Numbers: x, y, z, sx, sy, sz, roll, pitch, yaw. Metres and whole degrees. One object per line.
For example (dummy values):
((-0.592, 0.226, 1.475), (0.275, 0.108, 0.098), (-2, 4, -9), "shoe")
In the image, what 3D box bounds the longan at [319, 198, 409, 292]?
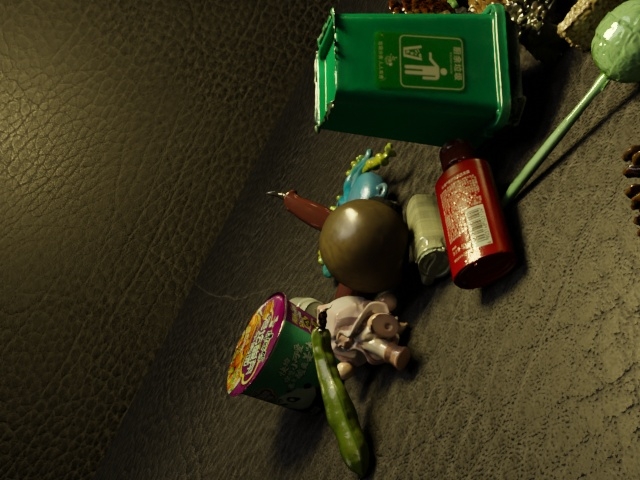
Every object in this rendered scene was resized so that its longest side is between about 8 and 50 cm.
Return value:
((0.090, 0.011, 1.391), (0.212, 0.198, 0.198), (72, -140, -67), "longan")

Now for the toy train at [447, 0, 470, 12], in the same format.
((0.405, -0.669, 1.635), (0.296, 0.160, 0.100), (-28, 16, 19), "toy train")

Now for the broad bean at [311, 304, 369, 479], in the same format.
((0.031, 0.282, 1.264), (0.098, 0.056, 0.318), (134, 124, -70), "broad bean")

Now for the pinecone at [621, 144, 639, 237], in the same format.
((0.437, -0.066, 0.776), (0.186, 0.169, 0.212), (-38, 39, 18), "pinecone")

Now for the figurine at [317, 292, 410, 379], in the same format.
((0.083, 0.180, 1.361), (0.200, 0.133, 0.276), (-58, 18, -12), "figurine")

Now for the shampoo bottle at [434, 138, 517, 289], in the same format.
((0.272, -0.059, 1.249), (0.118, 0.076, 0.314), (-37, 37, 32), "shampoo bottle")

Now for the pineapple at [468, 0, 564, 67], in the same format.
((0.420, -0.502, 1.458), (0.202, 0.202, 0.362), (-45, 38, 38), "pineapple")

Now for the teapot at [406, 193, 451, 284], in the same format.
((0.215, 0.002, 1.383), (0.200, 0.077, 0.107), (-88, 9, -55), "teapot")

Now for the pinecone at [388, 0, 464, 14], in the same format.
((0.253, -0.478, 1.742), (0.264, 0.264, 0.264), (-50, 21, 28), "pinecone")

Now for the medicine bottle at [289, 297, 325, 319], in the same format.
((-0.036, 0.185, 1.741), (0.080, 0.080, 0.130), (-65, 20, -13), "medicine bottle")

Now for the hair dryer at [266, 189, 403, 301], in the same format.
((0.000, 0.000, 1.585), (0.312, 0.341, 0.123), (-64, -15, 5), "hair dryer")

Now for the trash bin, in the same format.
((0.184, -0.318, 1.383), (0.295, 0.381, 0.259), (134, 138, -74), "trash bin")

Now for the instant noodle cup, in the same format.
((-0.065, 0.266, 1.527), (0.251, 0.190, 0.251), (-51, 21, 28), "instant noodle cup")

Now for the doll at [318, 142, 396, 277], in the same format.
((0.093, -0.062, 1.773), (0.341, 0.099, 0.346), (138, 149, -64), "doll")

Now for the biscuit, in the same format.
((0.509, -0.429, 1.248), (0.168, 0.082, 0.070), (-52, 18, 24), "biscuit")

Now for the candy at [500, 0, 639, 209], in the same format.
((0.419, -0.200, 1.152), (0.440, 0.119, 0.119), (-57, 18, 31), "candy")
